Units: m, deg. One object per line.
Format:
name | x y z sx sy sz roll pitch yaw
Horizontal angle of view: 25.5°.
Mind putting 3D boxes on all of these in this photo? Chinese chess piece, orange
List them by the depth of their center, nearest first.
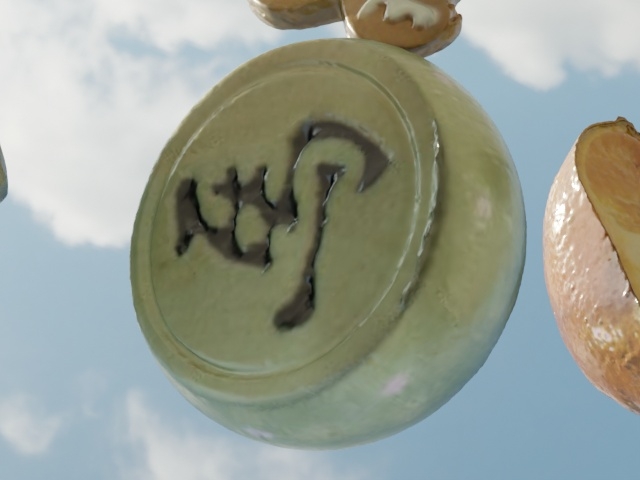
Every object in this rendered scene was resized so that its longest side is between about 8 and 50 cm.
Chinese chess piece | 0.000 0.000 0.846 0.101 0.250 0.250 28 -154 -50
orange | 0.344 0.043 1.351 0.274 0.274 0.310 -7 -156 -35

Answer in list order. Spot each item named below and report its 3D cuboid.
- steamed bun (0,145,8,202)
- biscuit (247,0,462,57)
steamed bun | -0.332 -0.031 0.925 0.247 0.352 0.339 1 -163 -4
biscuit | 0.093 -0.259 1.077 0.216 0.047 0.339 23 -125 38
